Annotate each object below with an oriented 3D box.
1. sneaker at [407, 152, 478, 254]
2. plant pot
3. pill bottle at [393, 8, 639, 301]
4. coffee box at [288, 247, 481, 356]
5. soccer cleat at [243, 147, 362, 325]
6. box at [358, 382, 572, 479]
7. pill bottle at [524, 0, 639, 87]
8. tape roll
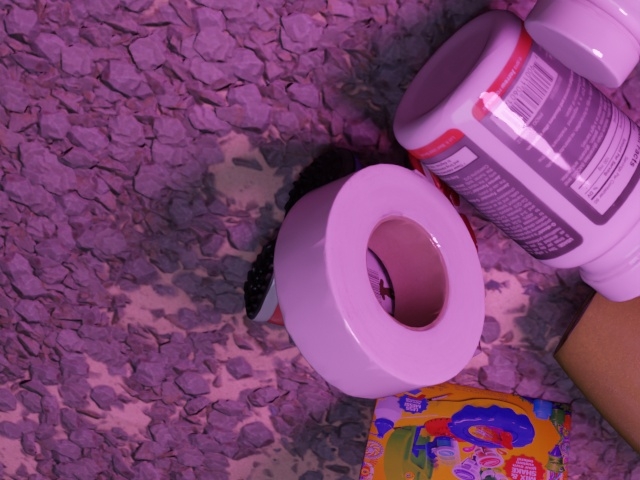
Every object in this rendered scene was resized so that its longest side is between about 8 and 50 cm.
[{"bbox_3d":[0.124,-0.032,1.973,0.128,0.087,0.221,-12,122,19],"label":"sneaker"},{"bbox_3d":[0.471,0.179,1.966,0.293,0.275,0.274,32,128,7],"label":"plant pot"},{"bbox_3d":[0.284,-0.096,1.809,0.363,0.210,0.210,39,125,-17],"label":"pill bottle"},{"bbox_3d":[0.087,0.107,2.011,0.141,0.098,0.246,-30,142,34],"label":"coffee box"},{"bbox_3d":[0.000,0.000,2.027,0.116,0.108,0.318,13,130,-22],"label":"soccer cleat"},{"bbox_3d":[0.203,0.367,2.132,0.290,0.279,0.177,9,128,5],"label":"box"},{"bbox_3d":[0.353,-0.319,1.566,0.169,0.169,0.301,35,89,-14],"label":"pill bottle"},{"bbox_3d":[0.078,0.050,1.832,0.100,0.286,0.286,-22,120,44],"label":"tape roll"}]
